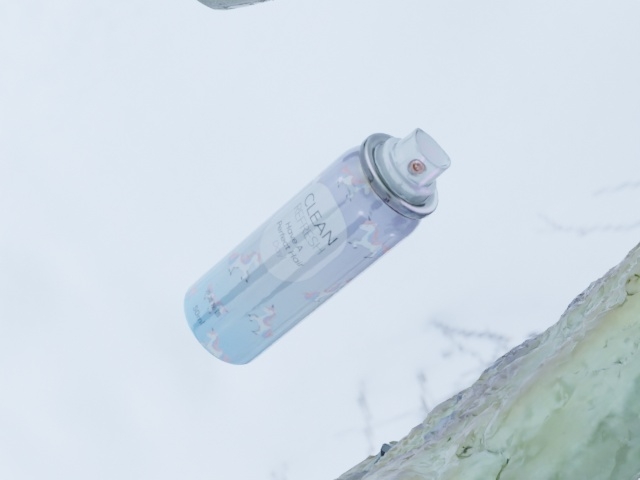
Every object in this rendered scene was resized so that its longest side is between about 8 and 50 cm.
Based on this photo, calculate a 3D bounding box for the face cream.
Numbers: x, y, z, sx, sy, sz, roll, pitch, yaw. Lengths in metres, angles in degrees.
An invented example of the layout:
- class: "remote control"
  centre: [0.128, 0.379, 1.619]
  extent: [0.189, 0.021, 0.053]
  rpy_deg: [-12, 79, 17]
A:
- class: "face cream"
  centre: [0.000, 0.000, 1.135]
  extent: [0.075, 0.075, 0.229]
  rpy_deg: [13, 137, -43]

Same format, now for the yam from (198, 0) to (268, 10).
- class: "yam"
  centre: [-0.028, -0.207, 1.167]
  extent: [0.146, 0.070, 0.070]
  rpy_deg: [-8, 155, 24]

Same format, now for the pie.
- class: "pie"
  centre: [0.096, 0.064, 0.666]
  extent: [0.302, 0.067, 0.302]
  rpy_deg: [-39, 175, -4]
